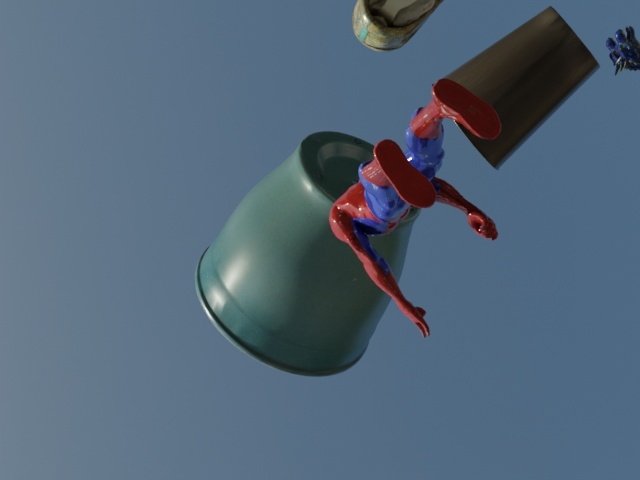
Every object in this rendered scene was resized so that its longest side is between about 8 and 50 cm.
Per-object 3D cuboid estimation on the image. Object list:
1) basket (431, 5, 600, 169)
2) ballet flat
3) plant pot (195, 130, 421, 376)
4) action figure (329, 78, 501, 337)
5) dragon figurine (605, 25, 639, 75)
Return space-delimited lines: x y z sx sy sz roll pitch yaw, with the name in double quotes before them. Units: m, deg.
"basket" 0.321 -0.255 1.621 0.227 0.204 0.154 -39 -48 16
"ballet flat" 0.172 -0.404 1.363 0.123 0.123 0.348 39 -86 -17
"plant pot" 0.000 0.000 1.371 0.272 0.255 0.271 20 -145 -15
"action figure" 0.079 -0.011 0.723 0.091 0.280 0.139 -44 -89 -9
"dragon figurine" 0.556 -0.233 1.515 0.144 0.085 0.289 -40 -76 15
